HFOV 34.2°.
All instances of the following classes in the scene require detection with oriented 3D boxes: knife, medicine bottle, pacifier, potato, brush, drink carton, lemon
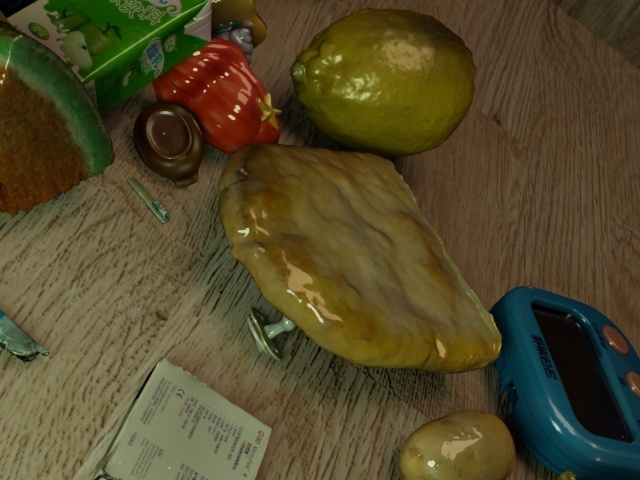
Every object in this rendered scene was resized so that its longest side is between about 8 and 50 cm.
[{"bbox_3d":[-0.425,0.041,1.155,0.296,0.026,0.044,39,31,2],"label":"knife"},{"bbox_3d":[-0.150,0.246,1.169,0.171,0.052,0.201,34,34,-10],"label":"medicine bottle"},{"bbox_3d":[-0.063,0.117,1.387,0.083,0.064,0.068,63,8,30],"label":"pacifier"},{"bbox_3d":[0.183,0.293,1.398,0.178,0.119,0.109,-10,22,-34],"label":"potato"},{"bbox_3d":[-0.240,-0.058,1.460,0.084,0.013,0.016,48,36,13],"label":"brush"},{"bbox_3d":[-0.302,-0.291,1.465,0.161,0.108,0.271,43,63,16],"label":"drink carton"},{"bbox_3d":[0.111,-0.273,1.827,0.316,0.285,0.285,-22,59,-6],"label":"lemon"}]

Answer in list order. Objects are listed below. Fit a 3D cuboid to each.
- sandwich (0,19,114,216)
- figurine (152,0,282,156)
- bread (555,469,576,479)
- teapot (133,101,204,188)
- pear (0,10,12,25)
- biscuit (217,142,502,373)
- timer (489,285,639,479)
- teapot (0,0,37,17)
[{"bbox_3d":[-0.365,-0.139,1.241,0.109,0.292,0.212,14,42,30],"label":"sandwich"},{"bbox_3d":[-0.165,-0.254,1.631,0.208,0.180,0.257,65,11,-49],"label":"figurine"},{"bbox_3d":[0.251,0.409,1.205,0.238,0.252,0.196,33,36,-17],"label":"bread"},{"bbox_3d":[-0.220,-0.139,1.524,0.098,0.078,0.129,-27,78,-12],"label":"teapot"},{"bbox_3d":[-0.456,-0.232,1.307,0.167,0.167,0.137,35,60,-9],"label":"pear"},{"bbox_3d":[0.043,0.025,1.509,0.446,0.104,0.429,2,49,-48],"label":"biscuit"},{"bbox_3d":[0.414,0.238,1.681,0.309,0.115,0.340,18,40,-32],"label":"timer"},{"bbox_3d":[-0.462,-0.444,1.451,0.423,0.252,0.280,4,27,8],"label":"teapot"}]
